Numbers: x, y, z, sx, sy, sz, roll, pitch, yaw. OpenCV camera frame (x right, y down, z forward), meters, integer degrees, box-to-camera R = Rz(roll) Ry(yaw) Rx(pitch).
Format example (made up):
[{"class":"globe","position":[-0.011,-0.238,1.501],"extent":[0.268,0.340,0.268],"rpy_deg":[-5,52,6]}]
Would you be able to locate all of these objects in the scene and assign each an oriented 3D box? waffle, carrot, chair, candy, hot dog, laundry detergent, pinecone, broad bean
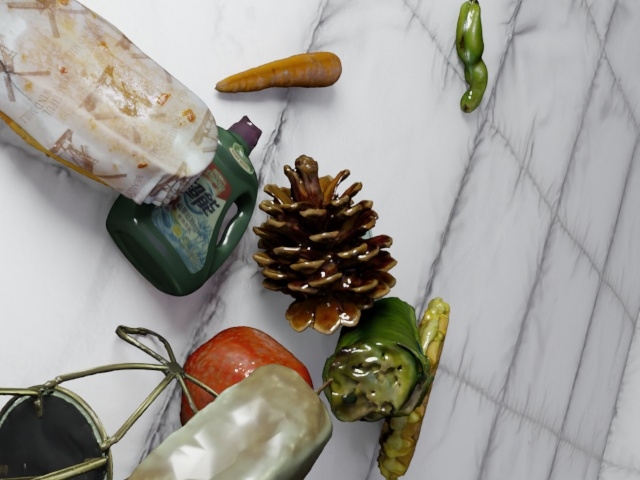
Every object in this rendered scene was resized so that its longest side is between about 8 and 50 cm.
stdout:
[{"class":"waffle","position":[0.157,0.248,1.117],"extent":[0.281,0.058,0.300],"rpy_deg":[85,25,-59]},{"class":"carrot","position":[-0.050,-0.211,0.855],"extent":[0.216,0.048,0.048],"rpy_deg":[-21,114,-42]},{"class":"chair","position":[-0.244,0.196,0.613],"extent":[0.170,0.160,0.326],"rpy_deg":[-57,159,11]},{"class":"candy","position":[-0.091,0.217,0.609],"extent":[0.234,0.102,0.104],"rpy_deg":[-33,149,-35]},{"class":"hot dog","position":[-0.213,-0.135,0.617],"extent":[0.268,0.075,0.144],"rpy_deg":[42,60,-31]},{"class":"laundry detergent","position":[-0.130,-0.052,0.762],"extent":[0.221,0.078,0.144],"rpy_deg":[-53,128,-31]},{"class":"pinecone","position":[-0.002,0.000,0.852],"extent":[0.212,0.169,0.185],"rpy_deg":[59,11,-23]},{"class":"broad bean","position":[0.271,-0.338,1.207],"extent":[0.070,0.048,0.213],"rpy_deg":[-32,124,-43]}]

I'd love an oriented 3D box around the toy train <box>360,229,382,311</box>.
[{"class":"toy train","position":[0.067,0.085,1.048],"extent":[0.052,0.051,0.234],"rpy_deg":[-34,122,-37]}]

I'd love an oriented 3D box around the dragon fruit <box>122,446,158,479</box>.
[{"class":"dragon fruit","position":[-0.156,0.342,0.728],"extent":[0.147,0.211,0.282],"rpy_deg":[-48,160,-24]}]

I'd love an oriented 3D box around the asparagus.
[{"class":"asparagus","position":[0.080,0.144,0.913],"extent":[0.382,0.128,0.108],"rpy_deg":[-47,123,-82]}]

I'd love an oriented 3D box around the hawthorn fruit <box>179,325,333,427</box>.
[{"class":"hawthorn fruit","position":[-0.067,0.191,0.786],"extent":[0.163,0.203,0.162],"rpy_deg":[-15,110,-47]}]
